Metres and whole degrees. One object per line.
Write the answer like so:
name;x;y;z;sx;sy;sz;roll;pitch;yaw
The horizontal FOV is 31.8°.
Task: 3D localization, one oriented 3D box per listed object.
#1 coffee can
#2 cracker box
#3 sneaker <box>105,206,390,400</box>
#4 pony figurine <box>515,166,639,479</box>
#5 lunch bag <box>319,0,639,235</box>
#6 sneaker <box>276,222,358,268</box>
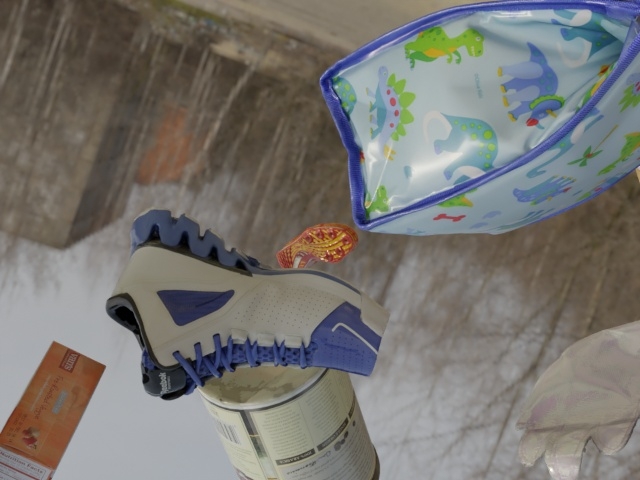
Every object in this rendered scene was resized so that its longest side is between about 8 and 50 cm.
coffee can;-0.044;0.243;1.550;0.202;0.201;0.275;25;144;42
cracker box;-0.311;0.236;1.155;0.067;0.232;0.155;28;-147;-8
sneaker;-0.098;0.105;1.210;0.316;0.182;0.127;22;150;10
pony figurine;0.341;0.077;0.869;0.363;0.303;0.351;50;-147;-12
lunch bag;0.098;-0.063;0.491;0.151;0.096;0.129;-19;170;36
sneaker;0.000;0.000;1.596;0.064;0.067;0.175;56;147;-12
